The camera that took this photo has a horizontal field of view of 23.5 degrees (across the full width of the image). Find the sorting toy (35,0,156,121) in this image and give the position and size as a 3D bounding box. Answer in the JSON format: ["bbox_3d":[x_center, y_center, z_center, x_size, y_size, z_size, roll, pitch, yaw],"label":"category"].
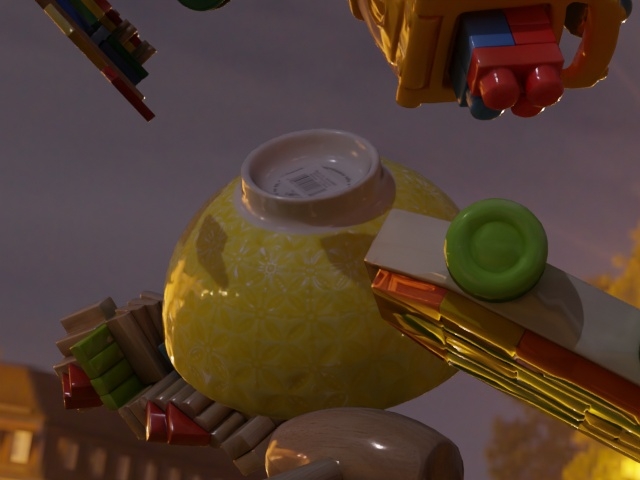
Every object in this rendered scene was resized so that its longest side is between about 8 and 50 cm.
[{"bbox_3d":[-0.192,-0.184,1.282,0.132,0.046,0.274,47,-1,-25],"label":"sorting toy"}]

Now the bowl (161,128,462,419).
[{"bbox_3d":[0.000,0.000,1.292,0.290,0.289,0.156,3,-56,15],"label":"bowl"}]

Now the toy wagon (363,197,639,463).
[{"bbox_3d":[0.189,0.083,0.931,0.344,0.068,0.267,28,-9,12],"label":"toy wagon"}]

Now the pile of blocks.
[{"bbox_3d":[-0.167,0.150,1.624,0.362,0.113,0.148,9,-56,36],"label":"pile of blocks"}]

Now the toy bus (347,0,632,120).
[{"bbox_3d":[0.143,-0.168,1.077,0.220,0.211,0.149,-8,-39,-13],"label":"toy bus"}]

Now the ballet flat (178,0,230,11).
[{"bbox_3d":[-0.067,-0.259,1.079,0.072,0.068,0.213,16,-45,5],"label":"ballet flat"}]

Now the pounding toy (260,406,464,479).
[{"bbox_3d":[-0.086,0.143,0.455,0.154,0.269,0.155,4,-43,49],"label":"pounding toy"}]
